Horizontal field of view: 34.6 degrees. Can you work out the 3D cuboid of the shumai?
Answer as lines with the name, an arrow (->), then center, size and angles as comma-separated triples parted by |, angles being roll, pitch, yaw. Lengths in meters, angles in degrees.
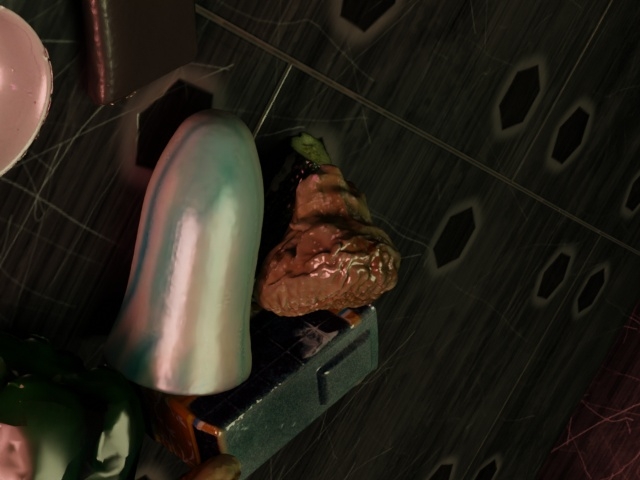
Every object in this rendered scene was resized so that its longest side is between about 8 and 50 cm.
shumai -> 0.000, 0.000, 1.304 | 0.166, 0.175, 0.206 | 3, 157, -43

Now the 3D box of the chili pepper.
chili pepper -> -0.331, 0.240, 1.136 | 0.248, 0.233, 0.256 | -9, 119, -69

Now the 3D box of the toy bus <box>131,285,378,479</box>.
toy bus -> -0.080, 0.173, 1.426 | 0.323, 0.194, 0.161 | -36, 141, -29

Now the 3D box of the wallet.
wallet -> -0.188, -0.264, 1.055 | 0.149, 0.044, 0.250 | -36, 142, -36

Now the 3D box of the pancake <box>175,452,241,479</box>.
pancake -> -0.229, 0.384, 1.209 | 0.356, 0.065, 0.356 | -48, 174, -7

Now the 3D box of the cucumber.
cucumber -> -0.071, -0.023, 1.392 | 0.265, 0.077, 0.077 | -58, 148, 5

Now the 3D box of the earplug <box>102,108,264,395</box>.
earplug -> -0.150, 0.002, 1.229 | 0.185, 0.185, 0.324 | -13, 120, -48

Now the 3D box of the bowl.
bowl -> -0.342, -0.138, 0.917 | 0.189, 0.086, 0.189 | -32, 140, -31
